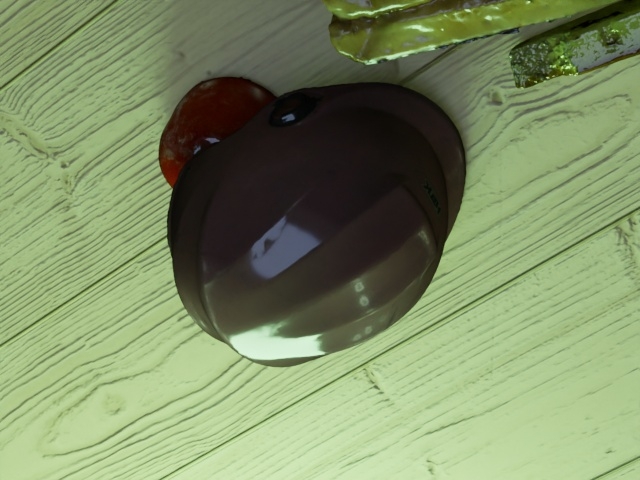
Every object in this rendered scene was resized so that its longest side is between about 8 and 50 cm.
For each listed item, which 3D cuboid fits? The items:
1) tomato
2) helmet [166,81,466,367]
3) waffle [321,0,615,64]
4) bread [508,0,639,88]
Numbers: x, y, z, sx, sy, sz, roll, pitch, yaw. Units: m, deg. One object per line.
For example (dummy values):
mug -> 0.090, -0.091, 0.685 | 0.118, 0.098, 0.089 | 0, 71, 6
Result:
tomato -> -0.113, -0.096, 1.573 | 0.139, 0.091, 0.159 | 32, 117, 4
helmet -> 0.000, 0.000, 1.476 | 0.338, 0.197, 0.271 | -22, 121, 10
waffle -> 0.172, -0.279, 1.356 | 0.327, 0.224, 0.098 | -11, 123, 20
bread -> 0.292, -0.206, 1.418 | 0.226, 0.088, 0.049 | -20, 105, 20
